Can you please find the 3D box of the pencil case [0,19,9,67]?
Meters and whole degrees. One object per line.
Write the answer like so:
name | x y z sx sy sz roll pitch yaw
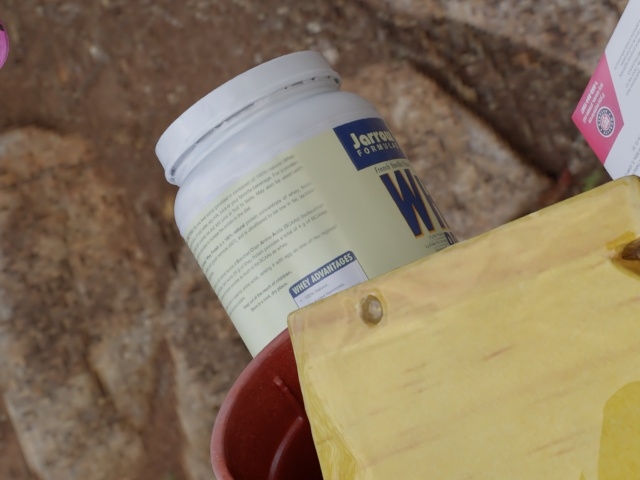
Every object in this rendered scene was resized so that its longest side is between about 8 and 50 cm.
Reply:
pencil case | -0.441 -0.226 1.718 0.095 0.209 0.098 -52 54 28

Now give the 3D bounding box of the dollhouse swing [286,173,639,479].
dollhouse swing | 0.181 0.171 0.854 0.315 0.305 0.346 -24 76 41

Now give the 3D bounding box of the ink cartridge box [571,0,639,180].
ink cartridge box | 0.312 -0.068 1.215 0.237 0.100 0.172 60 154 26

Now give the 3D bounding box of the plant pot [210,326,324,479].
plant pot | 0.092 0.210 1.320 0.272 0.272 0.265 27 152 57

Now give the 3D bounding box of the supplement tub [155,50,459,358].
supplement tub | 0.000 0.000 1.601 0.325 0.235 0.235 59 154 10
